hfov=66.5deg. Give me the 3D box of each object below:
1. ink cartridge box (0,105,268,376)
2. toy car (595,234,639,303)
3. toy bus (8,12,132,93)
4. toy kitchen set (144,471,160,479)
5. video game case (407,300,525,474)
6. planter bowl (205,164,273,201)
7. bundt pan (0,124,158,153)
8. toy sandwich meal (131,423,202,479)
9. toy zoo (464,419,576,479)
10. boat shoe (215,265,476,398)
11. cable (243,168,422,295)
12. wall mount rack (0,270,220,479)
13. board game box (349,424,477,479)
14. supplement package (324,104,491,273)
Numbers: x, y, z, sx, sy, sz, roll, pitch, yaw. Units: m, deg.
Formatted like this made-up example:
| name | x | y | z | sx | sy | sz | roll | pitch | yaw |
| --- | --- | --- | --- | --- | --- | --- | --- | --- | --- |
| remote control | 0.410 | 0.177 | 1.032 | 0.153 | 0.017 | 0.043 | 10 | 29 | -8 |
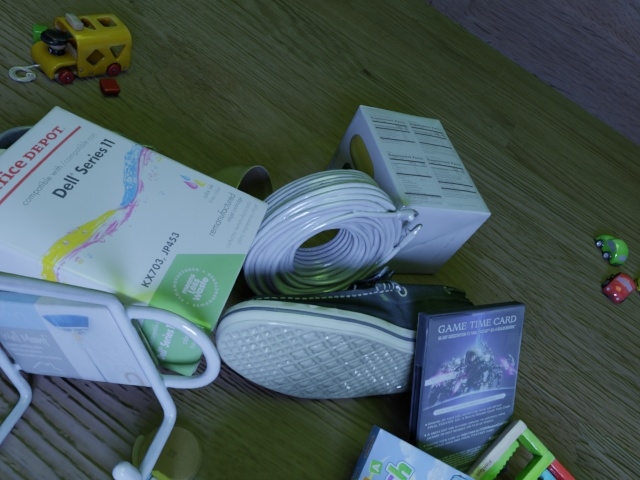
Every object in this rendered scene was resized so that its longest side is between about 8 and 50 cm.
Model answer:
| name | x | y | z | sx | sy | sz | roll | pitch | yaw |
| --- | --- | --- | --- | --- | --- | --- | --- | --- | --- |
| ink cartridge box | -0.263 | -0.017 | 0.564 | 0.353 | 0.119 | 0.207 | 24 | 46 | -8 |
| toy car | 0.809 | 0.066 | 1.295 | 0.238 | 0.053 | 0.225 | 7 | 50 | -23 |
| toy bus | -0.475 | -0.385 | 0.954 | 0.190 | 0.104 | 0.202 | 13 | 47 | -18 |
| toy kitchen set | -0.274 | 0.295 | 0.461 | 0.166 | 0.122 | 0.207 | 37 | 44 | 5 |
| video game case | 0.215 | 0.232 | 0.719 | 0.196 | 0.026 | 0.274 | -1 | 98 | -29 |
| planter bowl | -0.160 | -0.052 | 0.816 | 0.109 | 0.162 | 0.162 | 12 | 42 | 17 |
| bundt pan | -0.338 | -0.011 | 0.691 | 0.330 | 0.124 | 0.331 | 14 | 48 | -17 |
| toy sandwich meal | -0.188 | 0.267 | 0.600 | 0.085 | 0.029 | 0.086 | 19 | 43 | -19 |
| toy zoo | 0.321 | 0.432 | 0.678 | 0.192 | 0.030 | 0.293 | -37 | 75 | -19 |
| boat shoe | 0.076 | 0.135 | 0.756 | 0.500 | 0.187 | 0.156 | 8 | 44 | -29 |
| cable | 0.000 | 0.000 | 0.770 | 0.257 | 0.257 | 0.089 | 14 | 40 | -40 |
| wall mount rack | -0.283 | 0.095 | 0.440 | 0.349 | 0.304 | 0.130 | 0 | 38 | 16 |
| board game box | 0.131 | 0.365 | 0.632 | 0.211 | 0.039 | 0.160 | 29 | 74 | -2 |
| supplement package | 0.156 | -0.096 | 0.977 | 0.198 | 0.199 | 0.263 | 3 | 51 | -26 |
